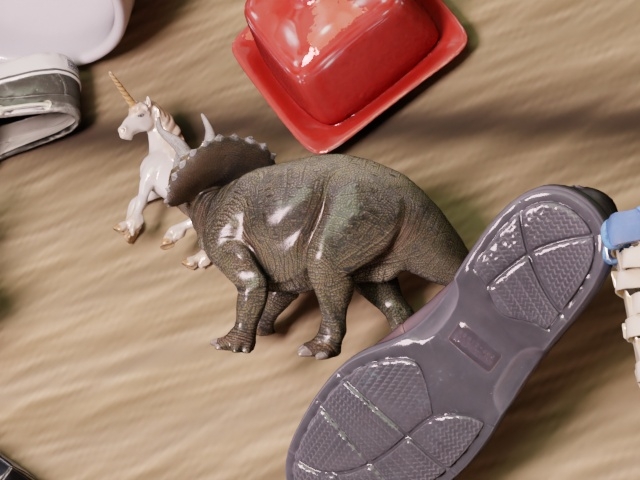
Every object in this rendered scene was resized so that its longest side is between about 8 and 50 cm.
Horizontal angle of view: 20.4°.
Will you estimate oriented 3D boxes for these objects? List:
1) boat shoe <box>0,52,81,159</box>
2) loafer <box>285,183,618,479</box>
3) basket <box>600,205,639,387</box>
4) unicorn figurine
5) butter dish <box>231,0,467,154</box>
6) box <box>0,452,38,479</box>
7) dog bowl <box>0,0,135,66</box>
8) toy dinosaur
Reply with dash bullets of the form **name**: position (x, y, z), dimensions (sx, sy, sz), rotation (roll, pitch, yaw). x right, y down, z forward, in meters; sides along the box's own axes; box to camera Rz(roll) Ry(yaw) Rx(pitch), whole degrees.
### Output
- **boat shoe**: position (-0.307, -0.094, 1.519), dimensions (0.219, 0.078, 0.070), rotation (-19, 56, 12)
- **loafer**: position (0.098, 0.081, 1.211), dimensions (0.109, 0.095, 0.302), rotation (46, 113, 12)
- **basket**: position (0.283, -0.003, 1.096), dimensions (0.201, 0.255, 0.289), rotation (-9, 79, 21)
- **unicorn figurine**: position (-0.120, -0.046, 1.423), dimensions (0.162, 0.060, 0.111), rotation (25, 78, 13)
- **butter dish**: position (0.005, -0.179, 1.395), dimensions (0.160, 0.118, 0.160), rotation (-37, 54, 1)
- **box**: position (-0.344, 0.232, 1.372), dimensions (0.175, 0.051, 0.220), rotation (27, 77, 34)
- **dog bowl**: position (-0.274, -0.257, 1.479), dimensions (0.265, 0.265, 0.104), rotation (2, 62, 26)
- **toy dinosaur**: position (0.000, 0.000, 1.279), dimensions (0.313, 0.121, 0.160), rotation (6, 98, 24)
